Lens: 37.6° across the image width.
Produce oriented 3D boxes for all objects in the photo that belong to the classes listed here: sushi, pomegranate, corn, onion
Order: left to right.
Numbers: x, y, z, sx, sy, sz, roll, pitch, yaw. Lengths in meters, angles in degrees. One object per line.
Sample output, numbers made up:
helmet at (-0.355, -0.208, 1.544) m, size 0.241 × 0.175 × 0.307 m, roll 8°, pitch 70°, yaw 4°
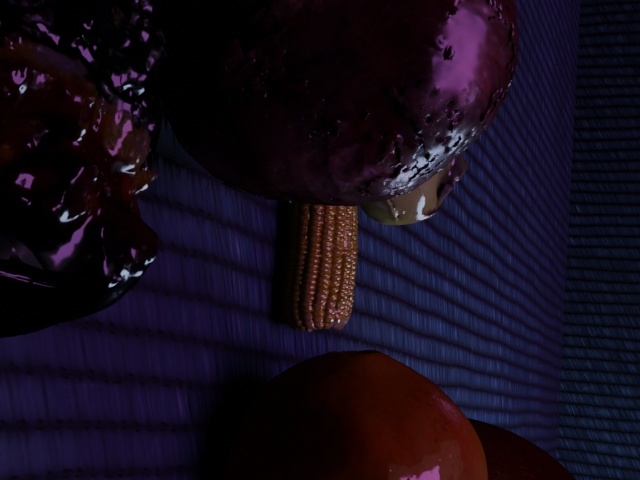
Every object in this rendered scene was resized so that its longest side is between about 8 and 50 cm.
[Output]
sushi at (-0.139, -0.040, 0.395) m, size 0.172 × 0.153 × 0.151 m, roll 93°, pitch -10°, yaw -57°
corn at (0.000, 0.000, 0.857) m, size 0.085 × 0.063 × 0.166 m, roll 4°, pitch 86°, yaw -44°
onion at (0.003, -0.146, 0.599) m, size 0.219 × 0.252 × 0.252 m, roll 46°, pitch 50°, yaw -59°
pomegranate at (0.027, 0.189, 0.748) m, size 0.209 × 0.209 × 0.209 m, roll 2°, pitch 90°, yaw -68°

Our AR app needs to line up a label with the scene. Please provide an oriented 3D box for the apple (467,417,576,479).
apple at (0.143, 0.351, 0.947) m, size 0.348 × 0.276 × 0.349 m, roll 2°, pitch 90°, yaw -67°

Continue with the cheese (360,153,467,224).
cheese at (0.088, -0.189, 0.989) m, size 0.260 × 0.128 × 0.316 m, roll -65°, pitch 154°, yaw -61°
